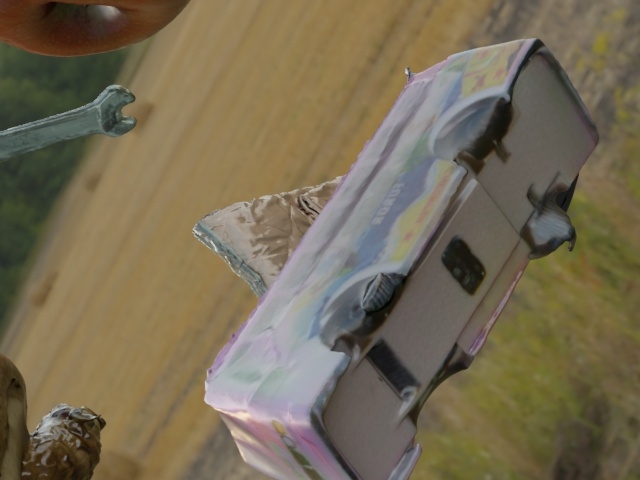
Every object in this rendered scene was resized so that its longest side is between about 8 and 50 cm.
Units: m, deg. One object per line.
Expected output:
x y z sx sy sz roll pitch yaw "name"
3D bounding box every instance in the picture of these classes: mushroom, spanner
-0.306 0.228 1.437 0.278 0.163 0.297 -53 -35 -54 "mushroom"
-0.359 -0.114 1.926 0.017 0.302 0.071 -117 12 -66 "spanner"

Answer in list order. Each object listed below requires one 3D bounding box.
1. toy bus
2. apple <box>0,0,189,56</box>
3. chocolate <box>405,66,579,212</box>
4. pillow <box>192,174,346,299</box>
0.048 0.014 0.875 0.112 0.090 0.274 -2 43 45 "toy bus"
-0.271 -0.356 1.732 0.348 0.348 0.277 142 123 -69 "apple"
0.100 -0.059 1.218 0.126 0.148 0.343 -33 6 1 "chocolate"
0.000 0.000 1.443 0.232 0.126 0.043 -17 -31 -53 "pillow"
